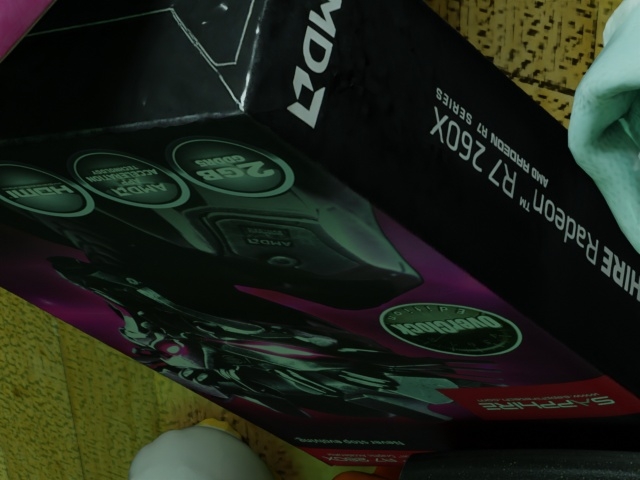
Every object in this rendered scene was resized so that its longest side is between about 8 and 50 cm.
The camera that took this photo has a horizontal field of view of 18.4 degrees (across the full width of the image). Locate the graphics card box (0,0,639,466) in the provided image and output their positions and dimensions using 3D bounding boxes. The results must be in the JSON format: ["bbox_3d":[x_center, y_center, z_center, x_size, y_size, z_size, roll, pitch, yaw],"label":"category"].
[{"bbox_3d":[0.000,0.000,0.823,0.233,0.094,0.371,-3,154,37],"label":"graphics card box"}]

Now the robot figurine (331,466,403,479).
[{"bbox_3d":[0.044,0.203,1.017,0.158,0.219,0.128,23,171,-17],"label":"robot figurine"}]

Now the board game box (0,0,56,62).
[{"bbox_3d":[-0.125,-0.209,0.646,0.097,0.303,0.224,-11,123,41],"label":"board game box"}]

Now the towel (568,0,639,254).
[{"bbox_3d":[0.275,-0.029,0.543,0.374,0.320,0.090,37,143,-5],"label":"towel"}]

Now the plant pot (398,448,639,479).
[{"bbox_3d":[0.110,0.181,0.872,0.167,0.187,0.188,13,171,17],"label":"plant pot"}]

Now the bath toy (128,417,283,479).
[{"bbox_3d":[0.024,0.242,1.137,0.348,0.129,0.151,39,130,-5],"label":"bath toy"}]
